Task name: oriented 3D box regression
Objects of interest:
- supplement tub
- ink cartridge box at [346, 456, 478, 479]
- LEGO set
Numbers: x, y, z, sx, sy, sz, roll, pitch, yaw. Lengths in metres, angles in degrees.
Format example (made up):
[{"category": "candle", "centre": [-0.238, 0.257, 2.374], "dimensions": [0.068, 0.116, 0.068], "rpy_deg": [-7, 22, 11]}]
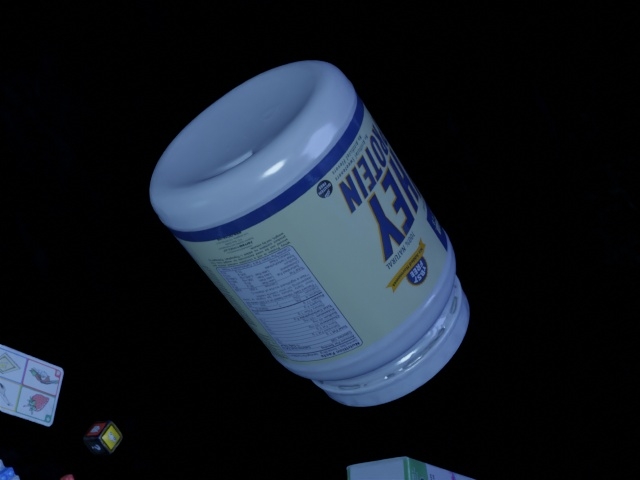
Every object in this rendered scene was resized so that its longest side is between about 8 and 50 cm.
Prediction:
[{"category": "supplement tub", "centre": [0.000, 0.000, 0.991], "dimensions": [0.324, 0.236, 0.235], "rpy_deg": [54, 34, -29]}, {"category": "ink cartridge box", "centre": [0.128, 0.367, 1.155], "dimensions": [0.212, 0.093, 0.154], "rpy_deg": [34, 46, -51]}, {"category": "LEGO set", "centre": [-0.237, 0.158, 0.670], "dimensions": [0.244, 0.060, 0.182], "rpy_deg": [36, 52, -47]}]
